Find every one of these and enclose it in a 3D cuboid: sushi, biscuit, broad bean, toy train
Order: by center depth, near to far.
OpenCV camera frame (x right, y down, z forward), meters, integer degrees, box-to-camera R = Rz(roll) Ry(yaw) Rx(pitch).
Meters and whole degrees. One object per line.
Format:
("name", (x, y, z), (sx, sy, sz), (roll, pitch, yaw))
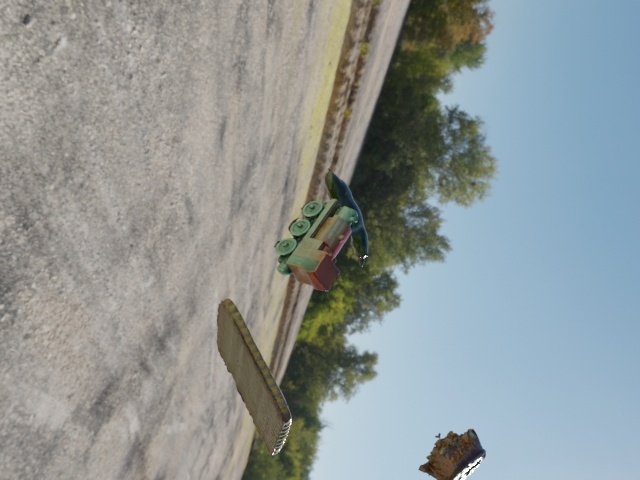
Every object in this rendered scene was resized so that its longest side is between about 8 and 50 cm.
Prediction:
("sushi", (0.185, 0.302, 0.618), (0.117, 0.060, 0.062), (2, 117, -43))
("toy train", (0.000, 0.000, 0.772), (0.176, 0.118, 0.074), (-54, 137, -28))
("biscuit", (-0.126, 0.239, 0.788), (0.029, 0.255, 0.172), (-18, 144, -29))
("broad bean", (0.067, -0.056, 1.004), (0.065, 0.046, 0.255), (-47, 126, -34))
